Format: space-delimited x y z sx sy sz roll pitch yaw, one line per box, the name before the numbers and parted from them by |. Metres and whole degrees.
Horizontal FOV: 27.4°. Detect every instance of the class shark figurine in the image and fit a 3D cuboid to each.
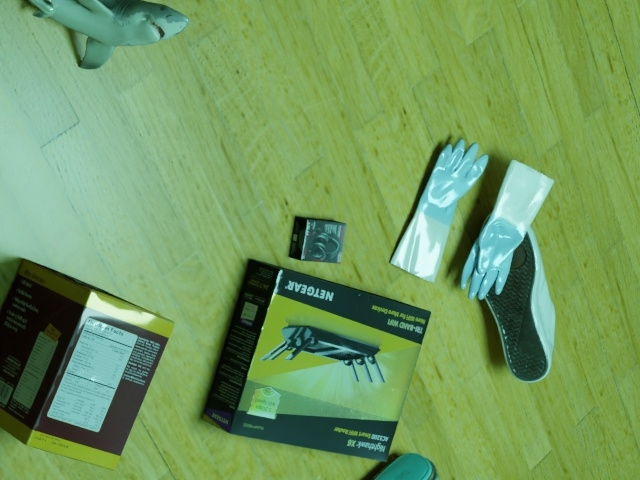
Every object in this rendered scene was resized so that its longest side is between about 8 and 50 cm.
shark figurine | -0.304 -0.319 1.595 0.278 0.166 0.116 30 55 -21

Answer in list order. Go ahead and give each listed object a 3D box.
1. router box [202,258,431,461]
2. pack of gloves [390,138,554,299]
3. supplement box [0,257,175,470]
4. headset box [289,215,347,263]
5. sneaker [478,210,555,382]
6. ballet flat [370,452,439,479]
router box | 0.000 0.181 1.931 0.309 0.081 0.243 17 90 -39
pack of gloves | 0.234 -0.033 2.075 0.195 0.046 0.232 25 90 -19
supplement box | -0.310 0.148 1.613 0.129 0.191 0.194 26 84 -38
headset box | 0.000 0.000 1.922 0.083 0.032 0.062 6 96 -37
sneaker | 0.324 0.080 2.171 0.123 0.106 0.290 -34 116 -68
ballet flat | 0.051 0.460 2.020 0.348 0.123 0.123 -32 118 -28
